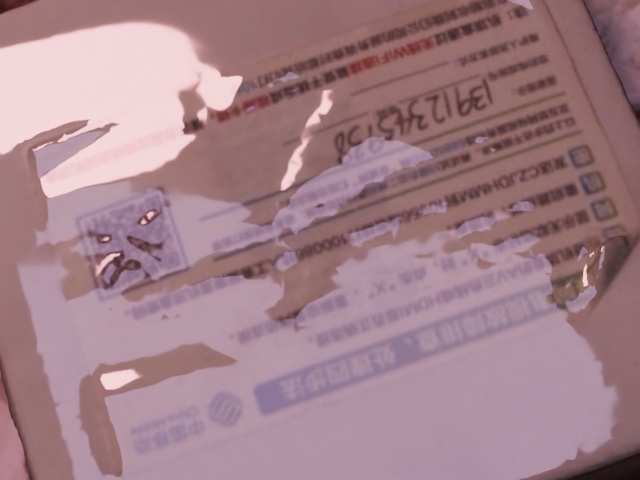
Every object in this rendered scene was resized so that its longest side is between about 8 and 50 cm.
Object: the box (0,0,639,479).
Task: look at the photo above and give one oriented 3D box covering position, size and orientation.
[{"bbox_3d":[-0.001,0.001,1.014,0.396,0.111,0.397,-20,68,1],"label":"box"}]
